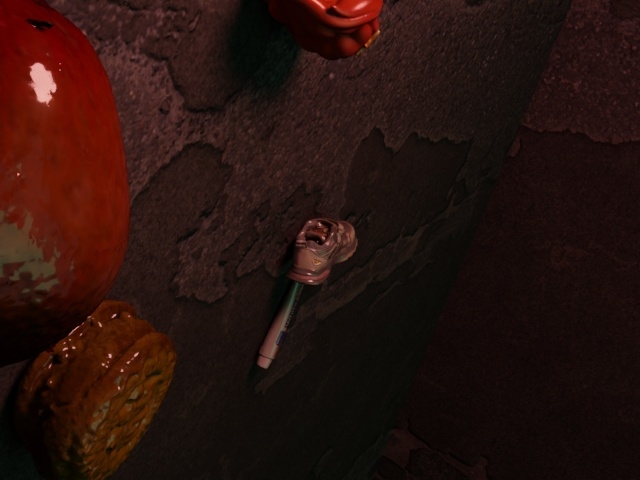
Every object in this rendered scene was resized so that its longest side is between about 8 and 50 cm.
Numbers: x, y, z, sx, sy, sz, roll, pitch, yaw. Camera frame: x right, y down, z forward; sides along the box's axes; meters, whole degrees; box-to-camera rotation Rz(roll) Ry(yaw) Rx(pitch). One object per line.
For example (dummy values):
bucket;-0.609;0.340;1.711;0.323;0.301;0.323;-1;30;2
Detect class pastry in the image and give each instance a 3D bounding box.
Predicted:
pastry;-0.282;0.208;1.260;0.240;0.132;0.235;-52;157;-22

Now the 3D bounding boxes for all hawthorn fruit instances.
hawthorn fruit;-0.288;-0.055;0.709;0.295;0.295;0.312;-12;93;-65

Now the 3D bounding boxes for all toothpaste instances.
toothpaste;-0.069;0.140;1.841;0.218;0.033;0.052;-66;164;1

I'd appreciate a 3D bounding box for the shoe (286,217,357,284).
shoe;0.000;0.000;1.752;0.180;0.089;0.092;-44;142;-44

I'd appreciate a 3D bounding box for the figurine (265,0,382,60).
figurine;0.017;-0.345;1.224;0.208;0.180;0.257;-101;-157;-52
